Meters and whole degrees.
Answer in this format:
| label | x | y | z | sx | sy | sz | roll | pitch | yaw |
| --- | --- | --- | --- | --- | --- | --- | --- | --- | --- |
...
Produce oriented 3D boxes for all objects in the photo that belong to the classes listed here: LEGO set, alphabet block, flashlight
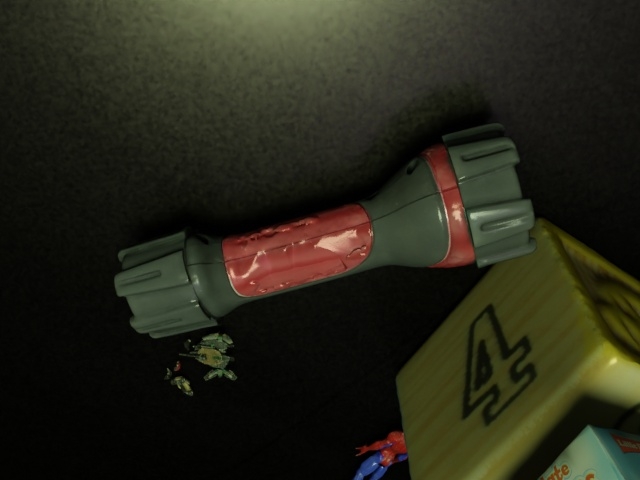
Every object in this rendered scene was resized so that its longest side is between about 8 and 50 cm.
| label | x | y | z | sx | sy | sz | roll | pitch | yaw |
| --- | --- | --- | --- | --- | --- | --- | --- | --- | --- |
| LEGO set | -0.101 | 0.102 | 0.712 | 0.083 | 0.023 | 0.054 | -22 | 116 | 25 |
| alphabet block | 0.196 | 0.136 | 0.639 | 0.192 | 0.193 | 0.197 | 30 | 114 | -19 |
| flashlight | 0.000 | 0.000 | 0.609 | 0.304 | 0.103 | 0.103 | -15 | 119 | 6 |

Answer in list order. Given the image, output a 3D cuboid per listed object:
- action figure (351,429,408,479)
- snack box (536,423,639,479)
| label | x | y | z | sx | sy | sz | roll | pitch | yaw |
| --- | --- | --- | --- | --- | --- | --- | --- | --- | --- |
| action figure | 0.055 | 0.207 | 0.767 | 0.038 | 0.030 | 0.115 | 34 | 108 | -24 |
| snack box | 0.245 | 0.225 | 0.536 | 0.322 | 0.060 | 0.187 | 17 | 119 | -27 |
